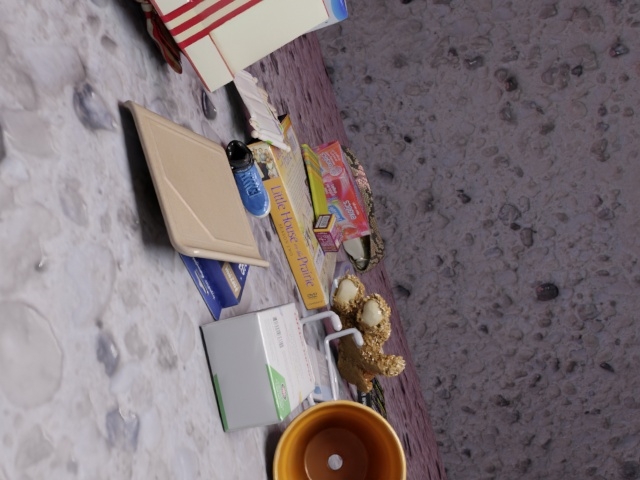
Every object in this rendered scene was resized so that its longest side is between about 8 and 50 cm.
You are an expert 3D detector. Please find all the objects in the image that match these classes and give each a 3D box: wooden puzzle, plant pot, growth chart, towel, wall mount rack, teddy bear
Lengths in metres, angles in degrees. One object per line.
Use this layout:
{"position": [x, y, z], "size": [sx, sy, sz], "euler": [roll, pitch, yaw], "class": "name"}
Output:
{"position": [-0.175, -0.067, 0.859], "size": [0.239, 0.044, 0.221], "euler": [65, 17, 16], "class": "wooden puzzle"}
{"position": [0.030, 0.376, 1.014], "size": [0.188, 0.205, 0.205], "euler": [89, -11, -73], "class": "plant pot"}
{"position": [-0.137, -0.292, 1.311], "size": [0.172, 0.021, 0.237], "euler": [20, 40, -60], "class": "growth chart"}
{"position": [-0.012, -0.132, 1.586], "size": [0.102, 0.021, 0.237], "euler": [36, 40, -64], "class": "towel"}
{"position": [0.045, 0.320, 1.274], "size": [0.350, 0.130, 0.304], "euler": [47, 29, -65], "class": "wall mount rack"}
{"position": [0.111, 0.226, 1.497], "size": [0.113, 0.245, 0.338], "euler": [-35, 125, -32], "class": "teddy bear"}

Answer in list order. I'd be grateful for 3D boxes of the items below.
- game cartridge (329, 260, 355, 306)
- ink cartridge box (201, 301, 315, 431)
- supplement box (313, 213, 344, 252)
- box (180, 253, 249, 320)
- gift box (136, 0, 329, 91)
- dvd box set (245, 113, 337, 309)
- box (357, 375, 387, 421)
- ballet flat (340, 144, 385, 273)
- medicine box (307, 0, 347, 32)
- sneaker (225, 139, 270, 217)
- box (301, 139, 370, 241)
{"position": [0.077, 0.163, 1.842], "size": [0.297, 0.062, 0.198], "euler": [-30, 108, -78], "class": "game cartridge"}
{"position": [-0.086, 0.184, 0.927], "size": [0.212, 0.093, 0.154], "euler": [5, 71, -76], "class": "ink cartridge box"}
{"position": [0.021, -0.018, 1.491], "size": [0.055, 0.043, 0.083], "euler": [-69, 146, -40], "class": "supplement box"}
{"position": [-0.157, 0.010, 0.967], "size": [0.225, 0.036, 0.136], "euler": [-83, 155, -59], "class": "box"}
{"position": [-0.173, -0.413, 0.937], "size": [0.276, 0.258, 0.255], "euler": [58, -2, 45], "class": "gift box"}
{"position": [-0.058, -0.081, 1.495], "size": [0.308, 0.062, 0.421], "euler": [-78, 150, -67], "class": "dvd box set"}
{"position": [0.155, 0.477, 1.810], "size": [0.184, 0.045, 0.191], "euler": [-96, 164, -49], "class": "box"}
{"position": [0.113, -0.094, 2.157], "size": [0.182, 0.164, 0.483], "euler": [-51, 129, -51], "class": "ballet flat"}
{"position": [-0.093, -0.596, 1.443], "size": [0.263, 0.289, 0.149], "euler": [-92, 162, -51], "class": "medicine box"}
{"position": [-0.141, -0.119, 1.147], "size": [0.084, 0.058, 0.152], "euler": [55, 17, -74], "class": "sneaker"}
{"position": [0.040, -0.139, 1.837], "size": [0.300, 0.142, 0.154], "euler": [60, 18, -52], "class": "box"}
